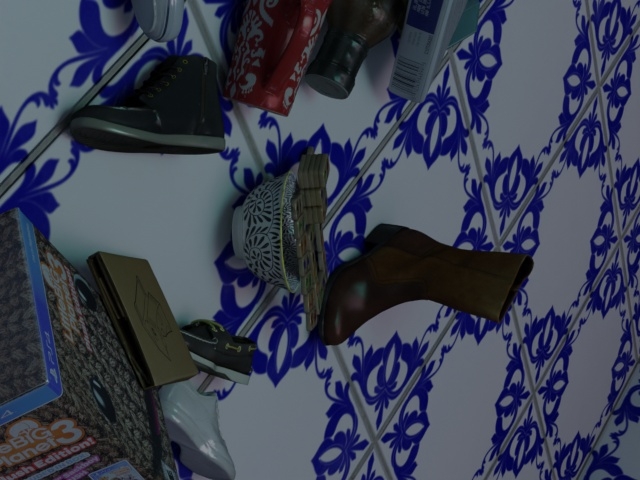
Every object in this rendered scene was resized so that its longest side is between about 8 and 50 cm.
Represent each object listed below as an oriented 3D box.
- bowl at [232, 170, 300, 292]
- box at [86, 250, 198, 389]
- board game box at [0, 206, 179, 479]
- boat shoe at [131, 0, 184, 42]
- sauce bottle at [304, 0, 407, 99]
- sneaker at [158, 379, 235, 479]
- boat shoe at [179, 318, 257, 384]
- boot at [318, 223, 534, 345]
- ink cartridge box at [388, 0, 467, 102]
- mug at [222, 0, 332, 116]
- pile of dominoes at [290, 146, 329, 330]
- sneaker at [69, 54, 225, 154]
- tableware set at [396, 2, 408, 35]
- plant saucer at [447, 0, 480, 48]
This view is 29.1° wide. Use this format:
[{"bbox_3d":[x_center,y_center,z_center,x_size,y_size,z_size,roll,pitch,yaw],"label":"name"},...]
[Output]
[{"bbox_3d":[-0.076,-0.012,1.699,0.170,0.080,0.170,0,90,-81],"label":"bowl"},{"bbox_3d":[-0.207,0.095,1.462,0.164,0.021,0.201,65,5,6],"label":"box"},{"bbox_3d":[-0.289,0.153,1.295,0.141,0.232,0.291,-26,141,6],"label":"board game box"},{"bbox_3d":[-0.214,-0.333,1.389,0.076,0.083,0.226,-21,109,-39],"label":"boat shoe"},{"bbox_3d":[0.078,-0.366,1.775,0.111,0.111,0.344,43,65,-55],"label":"sauce bottle"},{"bbox_3d":[-0.162,0.259,1.717,0.094,0.080,0.212,-68,148,-33],"label":"sneaker"},{"bbox_3d":[-0.156,0.142,1.670,0.228,0.081,0.068,37,69,-63],"label":"boat shoe"},{"bbox_3d":[0.163,0.095,1.943,0.264,0.280,0.096,-46,138,-37],"label":"boot"},{"bbox_3d":[0.201,-0.421,1.826,0.324,0.071,0.330,99,13,-64],"label":"ink cartridge box"},{"bbox_3d":[-0.064,-0.255,1.599,0.150,0.113,0.169,-19,127,-83],"label":"mug"},{"bbox_3d":[0.000,0.000,1.797,0.196,0.040,0.251,-78,164,-57],"label":"pile of dominoes"},{"bbox_3d":[-0.209,-0.168,1.472,0.222,0.083,0.118,2,83,-50],"label":"sneaker"},{"bbox_3d":[0.166,-0.364,1.996,0.168,0.020,0.141,-64,147,-17],"label":"tableware set"},{"bbox_3d":[0.213,-0.348,2.045,0.192,0.018,0.067,-34,138,-44],"label":"plant saucer"}]
